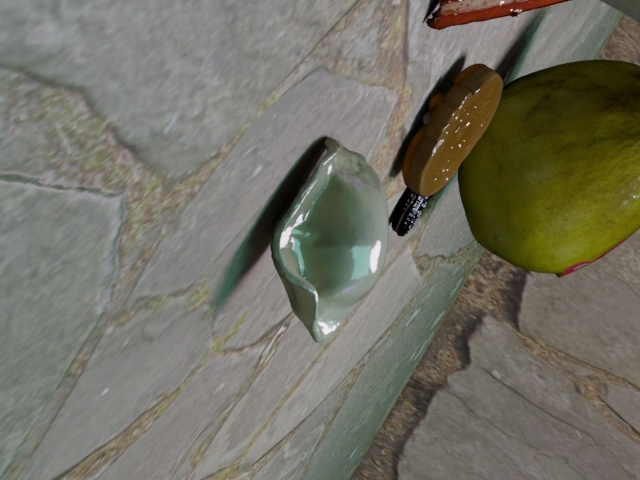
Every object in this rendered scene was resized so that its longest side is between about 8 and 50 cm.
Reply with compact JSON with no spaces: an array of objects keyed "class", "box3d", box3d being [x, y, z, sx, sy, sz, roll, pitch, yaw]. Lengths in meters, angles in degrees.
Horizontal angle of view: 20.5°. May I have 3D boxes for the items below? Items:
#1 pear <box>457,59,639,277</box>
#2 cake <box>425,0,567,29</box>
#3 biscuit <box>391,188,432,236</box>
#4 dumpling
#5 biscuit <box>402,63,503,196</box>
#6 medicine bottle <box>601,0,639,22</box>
[{"class":"pear","box3d":[0.357,-0.115,2.414,0.375,0.287,0.287,-29,-169,37]},{"class":"cake","box3d":[0.203,-0.327,1.701,0.262,0.159,0.158,-16,153,-20]},{"class":"biscuit","box3d":[0.120,-0.049,2.252,0.087,0.027,0.089,-64,170,29]},{"class":"dumpling","box3d":[0.000,0.002,1.561,0.169,0.100,0.134,-62,156,10]},{"class":"biscuit","box3d":[0.144,-0.134,2.038,0.170,0.050,0.170,-49,162,-22]},{"class":"medicine bottle","box3d":[0.315,-0.269,1.434,0.213,0.379,0.213,-56,171,-13]}]
